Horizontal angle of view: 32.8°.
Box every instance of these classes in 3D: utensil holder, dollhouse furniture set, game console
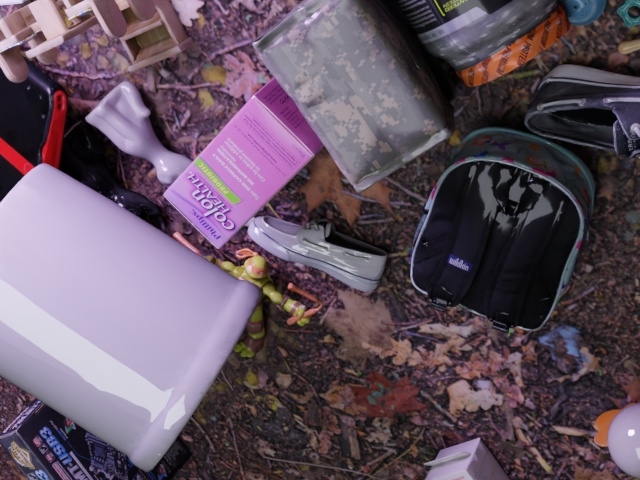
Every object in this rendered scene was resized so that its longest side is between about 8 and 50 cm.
[{"bbox_3d":[-0.335,0.109,1.646,0.385,0.327,0.327,33,128,-4],"label":"utensil holder"},{"bbox_3d":[-0.318,-0.302,1.577,0.212,0.242,0.161,-15,112,33],"label":"dollhouse furniture set"},{"bbox_3d":[-0.569,-0.202,1.827,0.386,0.060,0.342,37,126,24],"label":"game console"}]

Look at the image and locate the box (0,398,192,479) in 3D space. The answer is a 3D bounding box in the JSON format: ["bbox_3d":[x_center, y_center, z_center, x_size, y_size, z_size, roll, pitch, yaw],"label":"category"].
[{"bbox_3d":[-0.408,0.382,2.009,0.073,0.293,0.295,-25,106,36],"label":"box"}]

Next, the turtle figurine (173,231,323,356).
[{"bbox_3d":[-0.133,0.086,1.821,0.270,0.087,0.217,24,135,1],"label":"turtle figurine"}]

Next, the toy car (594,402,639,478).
[{"bbox_3d":[0.518,0.294,1.592,0.238,0.210,0.219,31,149,43],"label":"toy car"}]

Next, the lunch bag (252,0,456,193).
[{"bbox_3d":[0.058,-0.226,1.422,0.169,0.287,0.235,-32,103,16],"label":"lunch bag"}]

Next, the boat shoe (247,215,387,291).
[{"bbox_3d":[0.000,0.000,1.718,0.226,0.083,0.075,23,116,-1],"label":"boat shoe"}]

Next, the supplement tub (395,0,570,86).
[{"bbox_3d":[0.164,-0.360,1.330,0.194,0.193,0.316,-23,106,35],"label":"supplement tub"}]

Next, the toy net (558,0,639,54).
[{"bbox_3d":[0.408,-0.285,1.352,0.232,0.045,0.122,28,126,7],"label":"toy net"}]

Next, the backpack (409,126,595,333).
[{"bbox_3d":[0.256,-0.029,1.488,0.225,0.191,0.253,21,134,12],"label":"backpack"}]

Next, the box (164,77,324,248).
[{"bbox_3d":[-0.076,-0.139,1.574,0.117,0.213,0.243,44,129,-4],"label":"box"}]

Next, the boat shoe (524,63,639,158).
[{"bbox_3d":[0.400,-0.148,1.356,0.301,0.102,0.108,17,146,32],"label":"boat shoe"}]

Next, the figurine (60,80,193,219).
[{"bbox_3d":[-0.316,-0.127,1.793,0.215,0.092,0.209,-32,109,36],"label":"figurine"}]

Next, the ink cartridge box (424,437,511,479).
[{"bbox_3d":[0.249,0.407,1.823,0.092,0.090,0.143,-27,103,36],"label":"ink cartridge box"}]

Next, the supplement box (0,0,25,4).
[{"bbox_3d":[-0.493,-0.475,1.643,0.114,0.111,0.220,-1,118,27],"label":"supplement box"}]
